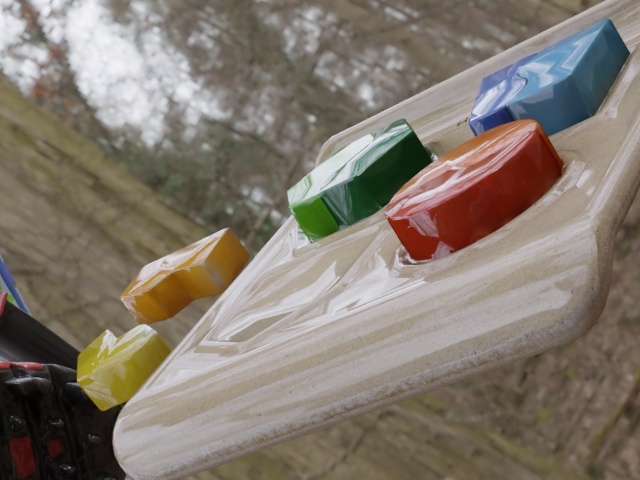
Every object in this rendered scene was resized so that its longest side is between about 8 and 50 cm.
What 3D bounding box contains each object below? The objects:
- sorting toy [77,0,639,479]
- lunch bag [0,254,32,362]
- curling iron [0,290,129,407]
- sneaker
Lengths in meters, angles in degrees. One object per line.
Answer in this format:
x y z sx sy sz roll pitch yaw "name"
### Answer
0.000 0.000 0.577 0.307 0.041 0.229 -24 20 34 "sorting toy"
-0.294 0.037 0.961 0.090 0.219 0.176 -31 -3 43 "lunch bag"
-0.189 0.026 0.805 0.274 0.035 0.068 44 -113 -23 "curling iron"
-0.226 0.117 0.691 0.276 0.135 0.097 -12 -87 -30 "sneaker"
